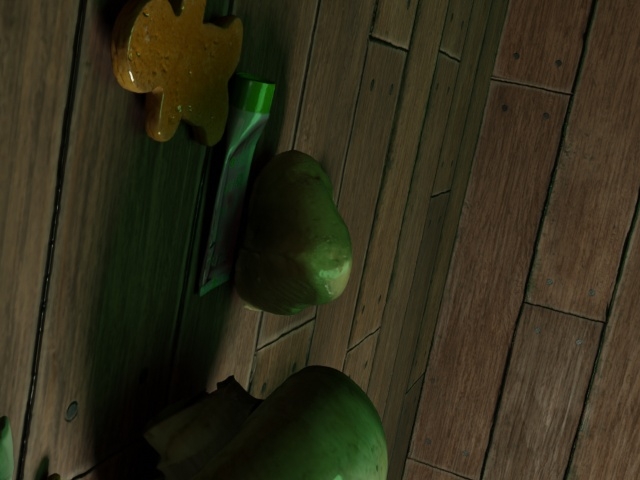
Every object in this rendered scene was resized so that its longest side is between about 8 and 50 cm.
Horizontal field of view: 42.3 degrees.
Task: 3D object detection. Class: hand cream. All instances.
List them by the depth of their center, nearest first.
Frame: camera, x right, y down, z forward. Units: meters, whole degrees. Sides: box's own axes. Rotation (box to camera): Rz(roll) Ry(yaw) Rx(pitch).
[{"bbox_3d":[-0.107,-0.067,1.027,0.079,0.050,0.275,-4,116,-44],"label":"hand cream"}]

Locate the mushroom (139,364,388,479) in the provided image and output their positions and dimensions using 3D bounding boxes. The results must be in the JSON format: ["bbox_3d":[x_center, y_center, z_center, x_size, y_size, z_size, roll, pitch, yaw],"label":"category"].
[{"bbox_3d":[-0.078,0.285,0.970,0.352,0.260,0.352,-34,174,-4],"label":"mushroom"}]

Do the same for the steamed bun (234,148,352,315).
[{"bbox_3d":[-0.046,-0.001,1.068,0.110,0.212,0.231,6,97,-29],"label":"steamed bun"}]

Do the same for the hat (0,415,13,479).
[{"bbox_3d":[-0.253,0.286,0.601,0.301,0.257,0.168,-5,122,-59],"label":"hat"}]

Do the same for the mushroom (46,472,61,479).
[{"bbox_3d":[-0.314,0.348,0.758,0.026,0.028,0.286,-23,-143,57],"label":"mushroom"}]

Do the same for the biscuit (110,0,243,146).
[{"bbox_3d":[-0.144,-0.181,0.829,0.250,0.036,0.166,-7,110,-74],"label":"biscuit"}]
